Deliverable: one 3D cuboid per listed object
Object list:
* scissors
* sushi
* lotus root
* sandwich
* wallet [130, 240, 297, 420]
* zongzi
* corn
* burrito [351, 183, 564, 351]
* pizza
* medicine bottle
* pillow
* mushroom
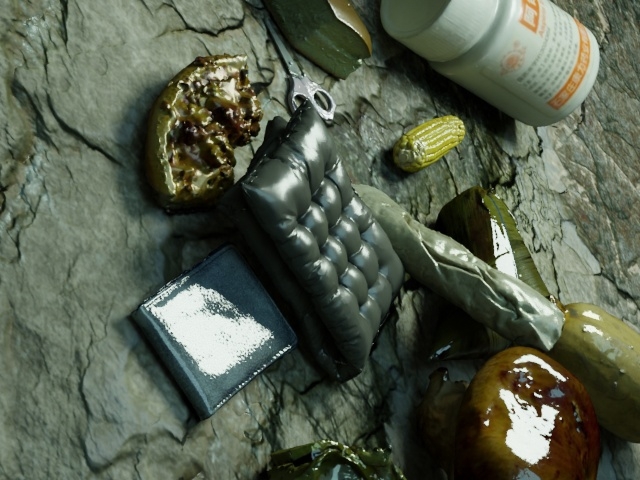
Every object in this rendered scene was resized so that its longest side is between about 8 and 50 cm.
[{"bbox_3d":[-0.041,-0.261,2.124,0.100,0.015,0.189,-18,78,-50],"label":"scissors"},{"bbox_3d":[0.059,0.342,1.716,0.291,0.139,0.131,46,46,-19],"label":"sushi"},{"bbox_3d":[0.450,0.203,2.255,0.342,0.151,0.169,38,26,-19],"label":"lotus root"},{"bbox_3d":[-0.016,-0.372,2.166,0.258,0.094,0.096,58,32,1],"label":"sandwich"},{"bbox_3d":[-0.128,0.109,1.747,0.167,0.036,0.222,57,38,-4],"label":"wallet"},{"bbox_3d":[0.212,0.059,2.096,0.300,0.138,0.286,-6,66,-46],"label":"zongzi"},{"bbox_3d":[0.177,-0.159,2.258,0.067,0.067,0.206,58,35,0],"label":"corn"},{"bbox_3d":[0.184,0.033,2.004,0.392,0.076,0.117,34,28,19],"label":"burrito"},{"bbox_3d":[-0.149,-0.151,1.863,0.161,0.085,0.305,42,41,-22],"label":"pizza"},{"bbox_3d":[0.296,-0.358,2.418,0.371,0.211,0.211,26,47,-37],"label":"medicine bottle"},{"bbox_3d":[0.000,0.000,1.877,0.326,0.101,0.228,57,37,-22],"label":"pillow"},{"bbox_3d":[0.243,0.324,1.892,0.345,0.259,0.345,0,90,-68],"label":"mushroom"}]
